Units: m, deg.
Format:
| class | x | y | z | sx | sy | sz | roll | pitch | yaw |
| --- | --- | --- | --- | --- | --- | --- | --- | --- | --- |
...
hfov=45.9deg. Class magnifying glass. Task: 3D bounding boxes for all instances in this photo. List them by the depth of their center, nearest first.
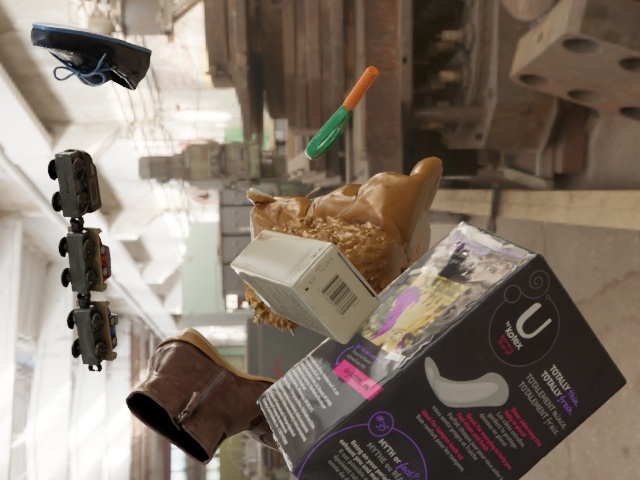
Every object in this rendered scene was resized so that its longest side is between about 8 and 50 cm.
| class | x | y | z | sx | sy | sz | roll | pitch | yaw |
| --- | --- | --- | --- | --- | --- | --- | --- | --- | --- |
| magnifying glass | 0.041 | -0.242 | 1.460 | 0.092 | 0.026 | 0.231 | -34 | -12 | -51 |

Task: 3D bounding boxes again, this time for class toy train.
| class | x | y | z | sx | sy | sz | roll | pitch | yaw |
| --- | --- | --- | --- | --- | --- | --- | --- | --- | --- |
| toy train | -0.160 | 0.015 | 0.517 | 0.036 | 0.027 | 0.158 | -54 | -35 | -68 |

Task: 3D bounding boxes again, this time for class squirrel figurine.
| class | x | y | z | sx | sy | sz | roll | pitch | yaw |
| --- | --- | --- | --- | --- | --- | --- | --- | --- | --- |
| squirrel figurine | 0.000 | 0.000 | 1.440 | 0.397 | 0.371 | 0.281 | -37 | -50 | -55 |

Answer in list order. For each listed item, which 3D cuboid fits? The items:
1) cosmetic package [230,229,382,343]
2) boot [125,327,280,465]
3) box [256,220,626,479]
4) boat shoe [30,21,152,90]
| class | x | y | z | sx | sy | sz | roll | pitch | yaw |
| --- | --- | --- | --- | --- | --- | --- | --- | --- | --- |
| cosmetic package | -0.013 | 0.029 | 0.535 | 0.060 | 0.041 | 0.115 | 50 | 164 | -23 |
| boot | -0.121 | 0.227 | 0.949 | 0.090 | 0.248 | 0.207 | -47 | 7 | 16 |
| box | 0.103 | 0.137 | 0.688 | 0.165 | 0.270 | 0.143 | 52 | 176 | -20 |
| boat shoe | -0.351 | -0.283 | 1.200 | 0.258 | 0.109 | 0.089 | -3 | -68 | -63 |
